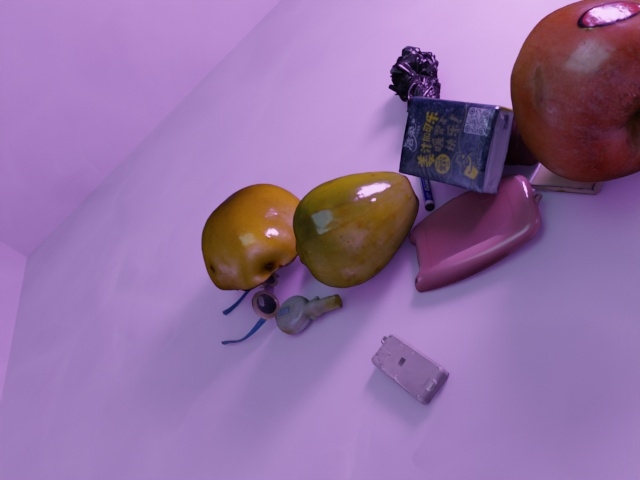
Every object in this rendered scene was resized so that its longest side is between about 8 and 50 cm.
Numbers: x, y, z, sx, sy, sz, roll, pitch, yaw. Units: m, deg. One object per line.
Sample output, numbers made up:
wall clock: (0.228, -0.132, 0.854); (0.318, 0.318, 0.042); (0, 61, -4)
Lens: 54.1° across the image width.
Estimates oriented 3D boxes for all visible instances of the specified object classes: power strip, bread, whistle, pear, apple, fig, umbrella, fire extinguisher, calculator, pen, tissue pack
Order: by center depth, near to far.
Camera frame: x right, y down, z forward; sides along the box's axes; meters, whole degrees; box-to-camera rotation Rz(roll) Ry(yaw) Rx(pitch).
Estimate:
apple: (0.512, -0.288, 1.151); (0.338, 0.338, 0.305); (-41, 43, 13)
power strip: (0.180, 0.261, 1.293); (0.081, 0.035, 0.192); (-54, 35, -5)
bread: (0.512, -0.130, 1.297); (0.153, 0.028, 0.068); (12, 68, 53)
calculator: (0.331, -0.025, 1.375); (0.329, 0.048, 0.220); (-31, 38, 28)
tissue pack: (0.296, -0.220, 1.411); (0.257, 0.081, 0.186); (23, 108, 50)
fire extinguisher: (0.365, -0.241, 1.496); (0.135, 0.114, 0.337); (-19, 18, -36)
fig: (0.090, -0.038, 1.501); (0.326, 0.258, 0.258); (-32, 34, -7)
whistle: (-0.034, 0.175, 1.585); (0.198, 0.057, 0.104); (-22, 44, 35)
pen: (0.264, -0.153, 1.592); (0.025, 0.025, 0.204); (-30, 40, 26)
umbrella: (0.263, -0.418, 1.745); (0.154, 0.128, 0.337); (-26, 40, 30)
pear: (-0.206, -0.034, 1.758); (0.340, 0.191, 0.386); (-38, 20, -4)

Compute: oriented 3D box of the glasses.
glasses: (-0.216, 0.185, 1.750); (0.220, 0.088, 0.190); (-34, 38, 21)
